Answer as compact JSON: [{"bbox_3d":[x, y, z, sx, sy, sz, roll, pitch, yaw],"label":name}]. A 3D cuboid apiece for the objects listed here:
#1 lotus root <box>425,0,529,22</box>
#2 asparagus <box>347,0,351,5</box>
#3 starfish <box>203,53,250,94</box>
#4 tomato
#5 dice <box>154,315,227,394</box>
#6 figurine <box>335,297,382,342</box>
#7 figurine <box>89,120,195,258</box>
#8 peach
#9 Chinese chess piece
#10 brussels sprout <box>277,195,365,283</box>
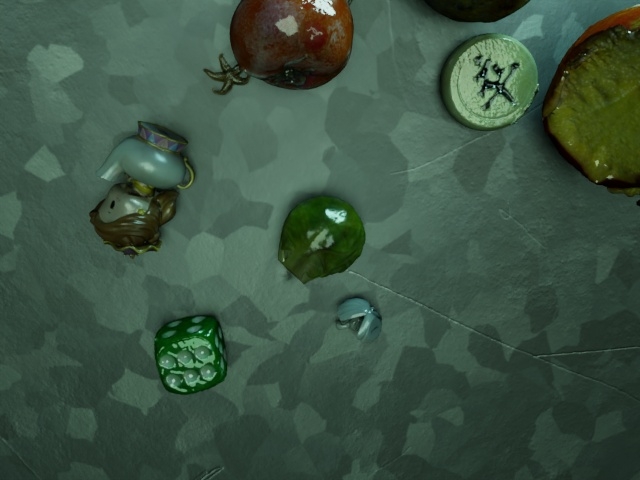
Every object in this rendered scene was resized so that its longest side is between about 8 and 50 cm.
[{"bbox_3d":[0.243,-0.548,1.190,0.250,0.250,0.346,-37,107,5],"label":"lotus root"},{"bbox_3d":[0.058,-0.515,1.281,0.030,0.036,0.165,4,103,-21],"label":"asparagus"},{"bbox_3d":[-0.181,-0.320,1.316,0.091,0.028,0.078,7,98,-4],"label":"starfish"},{"bbox_3d":[-0.050,-0.381,1.218,0.232,0.232,0.188,0,80,-5],"label":"tomato"},{"bbox_3d":[-0.265,0.235,1.402,0.129,0.120,0.130,-10,103,-1],"label":"dice"},{"bbox_3d":[0.083,0.163,1.439,0.094,0.086,0.082,-33,128,-38],"label":"figurine"},{"bbox_3d":[-0.346,-0.089,1.305,0.190,0.142,0.263,17,104,-32],"label":"figurine"},{"bbox_3d":[0.598,-0.262,1.199,0.353,0.416,0.339,-42,97,7],"label":"peach"},{"bbox_3d":[0.329,-0.308,1.332,0.189,0.083,0.188,-1,107,-4],"label":"Chinese chess piece"},{"bbox_3d":[-0.003,-0.003,1.356,0.181,0.144,0.161,-36,139,-7],"label":"brussels sprout"}]
